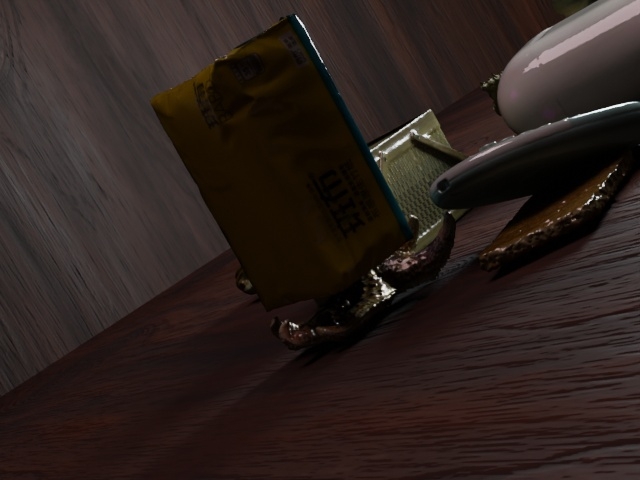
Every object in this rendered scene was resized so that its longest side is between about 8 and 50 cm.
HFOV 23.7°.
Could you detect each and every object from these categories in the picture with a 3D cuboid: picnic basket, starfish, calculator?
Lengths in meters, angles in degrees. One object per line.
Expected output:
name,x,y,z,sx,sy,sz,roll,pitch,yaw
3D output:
picnic basket,0.072,-0.045,1.956,0.165,0.139,0.266,-27,7,41
starfish,0.055,0.048,1.643,0.216,0.071,0.238,-21,20,34
calculator,0.247,-0.088,1.613,0.295,0.042,0.184,-16,-12,-30

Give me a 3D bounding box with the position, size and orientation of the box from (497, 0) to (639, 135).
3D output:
box,0.408,-0.259,2.053,0.349,0.141,0.289,-28,7,21

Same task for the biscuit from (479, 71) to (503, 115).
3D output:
biscuit,0.330,-0.230,2.315,0.203,0.144,0.016,-27,47,49

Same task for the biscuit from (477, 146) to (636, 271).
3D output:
biscuit,0.239,-0.031,1.517,0.131,0.025,0.231,-27,5,29

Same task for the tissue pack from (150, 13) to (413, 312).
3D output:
tissue pack,-0.046,-0.074,1.597,0.134,0.271,0.192,-33,7,-27

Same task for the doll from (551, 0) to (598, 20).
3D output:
doll,0.599,-0.427,2.443,0.378,0.252,0.382,16,41,37

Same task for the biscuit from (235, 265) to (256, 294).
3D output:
biscuit,0.000,0.000,2.289,0.335,0.078,0.329,-26,4,21
